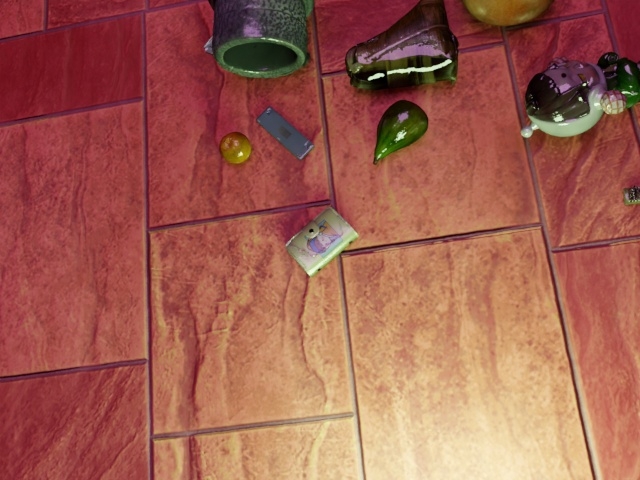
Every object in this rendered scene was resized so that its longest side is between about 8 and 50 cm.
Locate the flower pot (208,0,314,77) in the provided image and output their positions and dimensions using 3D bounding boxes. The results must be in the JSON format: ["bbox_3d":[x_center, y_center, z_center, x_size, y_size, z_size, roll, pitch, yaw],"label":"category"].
[{"bbox_3d":[-0.137,-0.596,1.859,0.299,0.299,0.282,-4,78,10],"label":"flower pot"}]

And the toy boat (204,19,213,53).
[{"bbox_3d":[-0.259,-0.583,2.007,0.105,0.034,0.149,15,75,17],"label":"toy boat"}]

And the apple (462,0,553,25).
[{"bbox_3d":[0.467,-0.658,1.789,0.254,0.253,0.253,-3,72,10],"label":"apple"}]

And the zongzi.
[{"bbox_3d":[0.201,-0.528,1.845,0.286,0.134,0.288,-5,72,7],"label":"zongzi"}]

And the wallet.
[{"bbox_3d":[0.000,0.000,1.763,0.155,0.039,0.110,-41,71,-5],"label":"wallet"}]

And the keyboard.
[{"bbox_3d":[-0.093,-0.280,1.887,0.055,0.014,0.176,-45,70,-5],"label":"keyboard"}]

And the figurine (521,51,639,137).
[{"bbox_3d":[0.638,-0.351,1.696,0.370,0.167,0.281,-19,35,-6],"label":"figurine"}]

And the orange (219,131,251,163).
[{"bbox_3d":[-0.219,-0.240,1.868,0.083,0.070,0.083,-5,76,21],"label":"orange"}]

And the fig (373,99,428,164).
[{"bbox_3d":[0.181,-0.266,1.784,0.177,0.117,0.117,-43,69,11],"label":"fig"}]

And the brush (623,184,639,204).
[{"bbox_3d":[0.821,-0.113,1.644,0.248,0.036,0.043,-4,81,9],"label":"brush"}]
